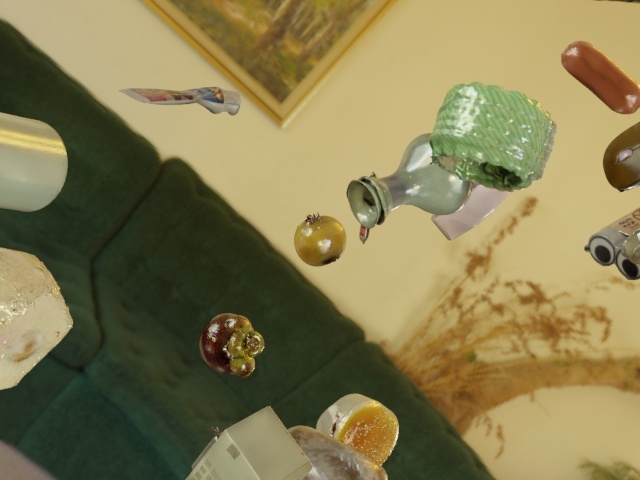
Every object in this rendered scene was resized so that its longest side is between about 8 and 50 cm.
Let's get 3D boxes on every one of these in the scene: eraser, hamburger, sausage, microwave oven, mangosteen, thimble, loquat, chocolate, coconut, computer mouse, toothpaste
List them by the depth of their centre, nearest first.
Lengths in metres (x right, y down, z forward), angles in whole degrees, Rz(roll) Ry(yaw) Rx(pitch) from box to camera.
[{"bbox_3d":[0.313,-0.185,1.506,0.219,0.150,0.219,19,-6,2],"label":"thimble"},{"bbox_3d":[0.575,-0.332,1.672,0.194,0.077,0.077,44,4,9],"label":"sausage"},{"bbox_3d":[-0.288,-0.301,1.745,0.266,0.061,0.096,-5,24,-43],"label":"toothpaste"},{"bbox_3d":[-0.159,0.490,1.747,0.145,0.240,0.194,-16,62,-44],"label":"microwave oven"},{"bbox_3d":[-0.709,0.156,1.770,0.254,0.297,0.297,40,2,28],"label":"coconut"},{"bbox_3d":[0.771,-0.216,1.805,0.072,0.310,0.158,43,33,-38],"label":"computer mouse"},{"bbox_3d":[0.750,-0.020,1.834,0.171,0.290,0.087,33,-41,46],"label":"eraser"},{"bbox_3d":[0.112,-0.074,1.922,0.025,0.198,0.028,-14,38,-28],"label":"sausage"},{"bbox_3d":[-0.203,0.252,2.024,0.146,0.181,0.156,-40,111,-63],"label":"mangosteen"},{"bbox_3d":[0.008,0.551,2.025,0.303,0.100,0.185,20,36,28],"label":"chocolate"},{"bbox_3d":[0.000,0.000,2.286,0.163,0.163,0.137,40,5,-30],"label":"loquat"},{"bbox_3d":[0.118,0.574,2.419,0.295,0.227,0.151,40,2,-44],"label":"hamburger"}]

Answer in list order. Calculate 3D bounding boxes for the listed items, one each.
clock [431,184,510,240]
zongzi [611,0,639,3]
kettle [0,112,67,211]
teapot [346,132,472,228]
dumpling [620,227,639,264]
[{"bbox_3d":[0.355,-0.088,1.930,0.068,0.197,0.197,49,3,-3],"label":"clock"},{"bbox_3d":[0.649,-0.483,1.581,0.247,0.111,0.241,20,-12,-12],"label":"zongzi"},{"bbox_3d":[-0.704,-0.197,1.678,0.318,0.205,0.265,2,75,-69],"label":"kettle"},{"bbox_3d":[0.187,-0.116,1.722,0.183,0.251,0.183,42,-36,42],"label":"teapot"},{"bbox_3d":[0.758,0.012,1.578,0.332,0.166,0.086,18,15,27],"label":"dumpling"}]
